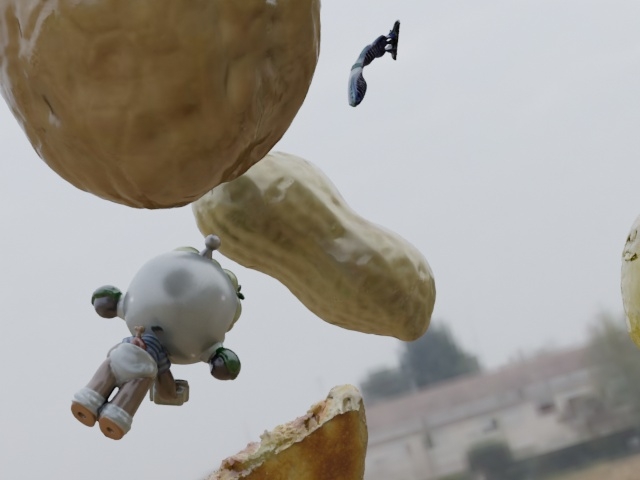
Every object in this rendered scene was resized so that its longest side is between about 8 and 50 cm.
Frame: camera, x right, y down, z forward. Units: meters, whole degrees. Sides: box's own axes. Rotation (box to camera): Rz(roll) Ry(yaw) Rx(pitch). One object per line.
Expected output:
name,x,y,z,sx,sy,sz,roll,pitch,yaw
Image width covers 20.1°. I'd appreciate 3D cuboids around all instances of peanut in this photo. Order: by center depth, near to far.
peanut,0.000,0.000,1.683,0.257,0.123,0.123,31,-22,-10

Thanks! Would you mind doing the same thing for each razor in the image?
razor,0.047,-0.170,1.784,0.028,0.044,0.154,13,33,13

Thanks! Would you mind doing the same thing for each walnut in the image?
walnut,-0.129,-0.181,1.365,0.252,0.313,0.277,-17,25,-3

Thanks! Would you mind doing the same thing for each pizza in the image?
pizza,-0.060,0.319,2.227,0.226,0.335,0.086,20,8,-30

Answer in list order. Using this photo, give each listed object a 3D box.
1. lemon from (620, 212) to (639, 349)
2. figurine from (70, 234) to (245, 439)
lemon,0.477,0.047,2.046,0.297,0.297,0.297,-16,-8,-2
figurine,-0.137,0.085,1.538,0.197,0.147,0.093,-57,-13,-22
